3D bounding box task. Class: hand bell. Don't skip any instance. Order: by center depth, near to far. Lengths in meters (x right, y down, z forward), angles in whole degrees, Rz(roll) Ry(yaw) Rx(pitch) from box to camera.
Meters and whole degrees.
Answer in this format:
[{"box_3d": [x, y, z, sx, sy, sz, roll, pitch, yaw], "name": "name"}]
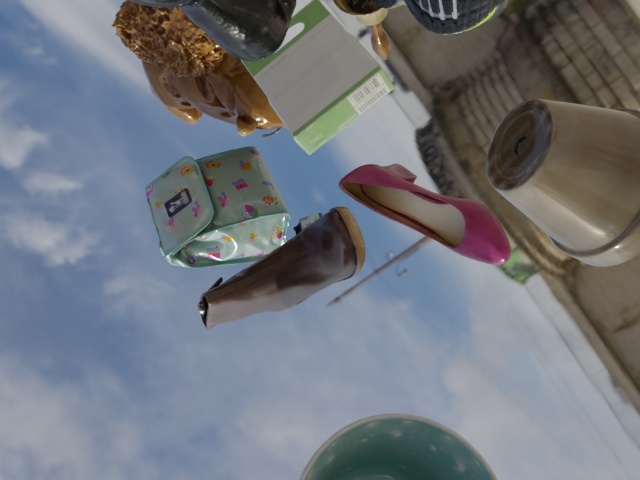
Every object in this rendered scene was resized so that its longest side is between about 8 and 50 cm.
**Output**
[{"box_3d": [0.110, -0.431, 1.779, 0.126, 0.126, 0.242, 64, -176, 25], "name": "hand bell"}]

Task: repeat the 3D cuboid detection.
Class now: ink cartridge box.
[{"box_3d": [-0.011, -0.266, 1.430, 0.056, 0.171, 0.235, 46, -172, -47], "name": "ink cartridge box"}]

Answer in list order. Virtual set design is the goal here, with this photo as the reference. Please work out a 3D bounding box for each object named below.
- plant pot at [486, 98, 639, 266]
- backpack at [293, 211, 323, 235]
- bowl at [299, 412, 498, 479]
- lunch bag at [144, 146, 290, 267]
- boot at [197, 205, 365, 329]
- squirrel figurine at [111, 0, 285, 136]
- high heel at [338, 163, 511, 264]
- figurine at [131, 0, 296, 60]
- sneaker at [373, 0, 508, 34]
[{"box_3d": [0.492, -0.140, 1.753, 0.280, 0.323, 0.323, 20, -144, -27], "name": "plant pot"}, {"box_3d": [0.000, 0.000, 1.617, 0.114, 0.084, 0.105, 84, 171, -80], "name": "backpack"}, {"box_3d": [0.095, 0.416, 1.274, 0.311, 0.163, 0.312, 5, -114, -12], "name": "bowl"}, {"box_3d": [-0.221, -0.062, 1.856, 0.262, 0.160, 0.223, -11, -131, -17], "name": "lunch bag"}, {"box_3d": [-0.057, 0.050, 1.220, 0.090, 0.206, 0.248, 63, 158, 14], "name": "boot"}, {"box_3d": [-0.217, -0.359, 1.821, 0.370, 0.281, 0.397, 42, -177, 41], "name": "squirrel figurine"}, {"box_3d": [0.139, -0.033, 1.215, 0.117, 0.082, 0.244, -17, -131, -43], "name": "high heel"}, {"box_3d": [-0.056, -0.262, 0.741, 0.092, 0.215, 0.209, 43, -166, 13], "name": "figurine"}, {"box_3d": [0.150, -0.325, 1.061, 0.300, 0.121, 0.111, -126, 20, -58], "name": "sneaker"}]
